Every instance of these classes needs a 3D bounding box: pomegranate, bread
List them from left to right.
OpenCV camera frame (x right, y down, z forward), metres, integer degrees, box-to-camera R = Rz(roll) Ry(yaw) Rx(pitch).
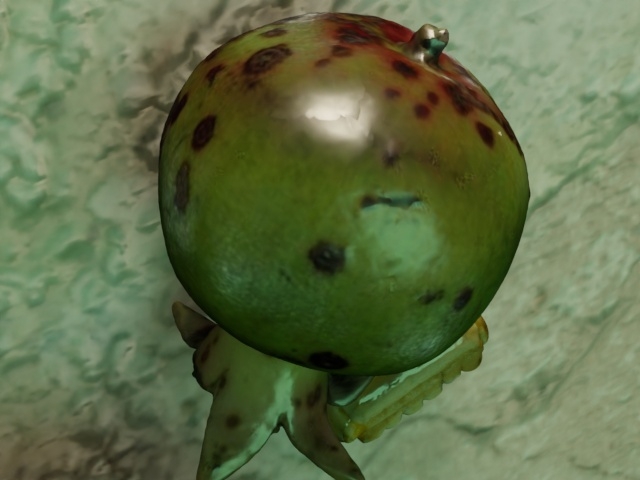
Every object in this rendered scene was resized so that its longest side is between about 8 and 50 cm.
[{"bbox_3d":[0.007,-0.002,0.582,0.148,0.148,0.169,-18,138,-25],"label":"pomegranate"},{"bbox_3d":[0.036,0.058,0.711,0.088,0.033,0.049,-36,147,-4],"label":"bread"}]
